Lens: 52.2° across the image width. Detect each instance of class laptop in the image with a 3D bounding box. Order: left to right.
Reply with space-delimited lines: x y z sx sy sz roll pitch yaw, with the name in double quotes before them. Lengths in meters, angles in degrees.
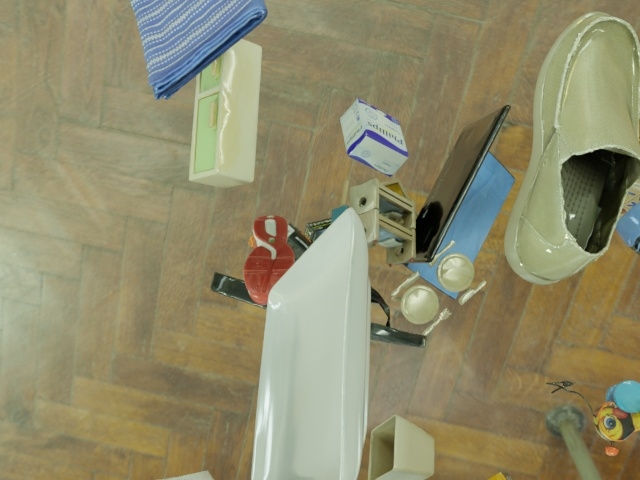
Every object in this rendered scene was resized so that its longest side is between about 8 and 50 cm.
"laptop" 0.379 -0.066 1.578 0.236 0.408 0.382 28 84 -6

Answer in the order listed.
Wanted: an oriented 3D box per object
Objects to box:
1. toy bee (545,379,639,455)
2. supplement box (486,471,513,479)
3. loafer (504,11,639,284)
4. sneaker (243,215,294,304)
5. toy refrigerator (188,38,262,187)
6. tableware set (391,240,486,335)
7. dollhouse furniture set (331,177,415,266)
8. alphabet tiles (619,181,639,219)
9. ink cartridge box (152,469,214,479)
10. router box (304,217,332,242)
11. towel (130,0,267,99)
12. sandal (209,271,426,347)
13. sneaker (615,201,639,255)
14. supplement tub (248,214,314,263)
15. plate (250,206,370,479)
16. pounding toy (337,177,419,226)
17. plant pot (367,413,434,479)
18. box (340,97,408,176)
"toy bee" 0.683 0.400 1.471 0.298 0.195 0.162 -10 70 30
"supplement box" 0.309 0.548 1.241 0.191 0.194 0.129 -35 63 6
"loafer" 0.251 -0.087 0.600 0.102 0.092 0.268 16 84 -20
"sneaker" -0.085 0.064 1.153 0.087 0.221 0.128 2 127 3
"toy refrigerator" -0.186 -0.245 1.254 0.102 0.094 0.269 -4 79 48
"tableware set" 0.255 0.104 1.446 0.194 0.039 0.128 -40 96 -8
"dollhouse furniture set" 0.077 -0.017 1.290 0.184 0.128 0.129 -17 151 40
"alphabet tiles" 0.585 -0.103 1.342 0.237 0.198 0.009 -25 127 -30
"ink cartridge box" -0.146 0.485 0.662 0.285 0.166 0.395 -38 71 0
"router box" 0.000 0.000 1.721 0.092 0.038 0.122 -14 139 -28
"towel" -0.227 -0.415 1.147 0.243 0.336 0.040 -34 141 14
"sandal" -0.002 0.113 1.286 0.446 0.167 0.107 16 84 10
"sneaker" 0.417 0.016 0.723 0.232 0.090 0.081 15 128 -38
"supplement tub" -0.067 0.035 1.512 0.190 0.117 0.117 41 109 4
"plate" -0.010 0.143 0.701 0.045 0.277 0.278 12 153 -18
"pounding toy" 0.133 -0.098 1.697 0.094 0.206 0.181 -37 76 48
"plant pot" 0.161 0.415 1.264 0.096 0.109 0.109 19 141 -13
"box" 0.120 -0.230 1.458 0.126 0.137 0.072 22 130 -29
